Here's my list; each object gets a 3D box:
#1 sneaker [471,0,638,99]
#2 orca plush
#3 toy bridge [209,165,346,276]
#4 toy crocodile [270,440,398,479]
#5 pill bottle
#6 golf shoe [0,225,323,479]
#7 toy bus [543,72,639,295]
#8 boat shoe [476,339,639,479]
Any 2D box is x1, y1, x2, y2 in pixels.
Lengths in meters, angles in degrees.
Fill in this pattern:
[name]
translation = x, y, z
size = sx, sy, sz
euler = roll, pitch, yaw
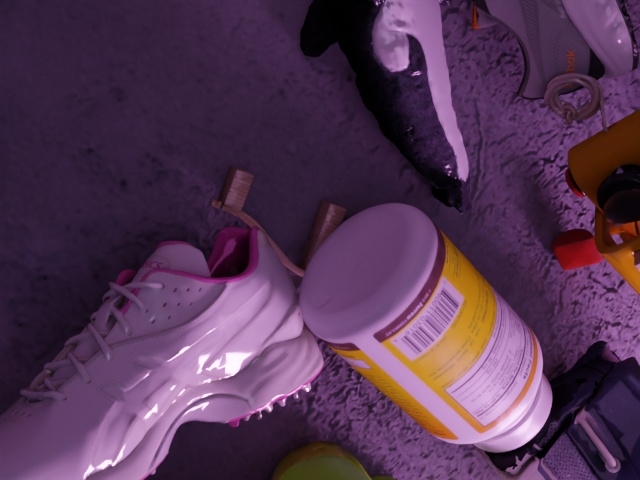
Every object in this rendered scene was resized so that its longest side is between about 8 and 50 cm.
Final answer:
[sneaker]
translation = 0.143, -0.232, 0.677
size = 0.108, 0.100, 0.272
euler = -26, 98, 19
[orca plush]
translation = 0.040, -0.156, 0.678
size = 0.287, 0.102, 0.151
euler = 67, 32, -25
[toy bridge]
translation = 0.000, 0.000, 0.699
size = 0.188, 0.026, 0.063
euler = 19, 93, -21
[toy crocodile]
translation = 0.073, 0.309, 0.725
size = 0.105, 0.115, 0.341
euler = -29, 104, -6
[pill bottle]
translation = 0.090, 0.076, 0.676
size = 0.117, 0.117, 0.215
euler = -49, 122, -6
[golf shoe]
translation = -0.129, 0.081, 0.584
size = 0.306, 0.115, 0.140
euler = -23, 106, -46
[toy bus]
translation = 0.263, -0.014, 0.681
size = 0.202, 0.104, 0.191
euler = 8, 133, 11
[boat shoe]
translation = 0.295, 0.244, 0.776
size = 0.158, 0.127, 0.340
euler = -42, 108, 0
